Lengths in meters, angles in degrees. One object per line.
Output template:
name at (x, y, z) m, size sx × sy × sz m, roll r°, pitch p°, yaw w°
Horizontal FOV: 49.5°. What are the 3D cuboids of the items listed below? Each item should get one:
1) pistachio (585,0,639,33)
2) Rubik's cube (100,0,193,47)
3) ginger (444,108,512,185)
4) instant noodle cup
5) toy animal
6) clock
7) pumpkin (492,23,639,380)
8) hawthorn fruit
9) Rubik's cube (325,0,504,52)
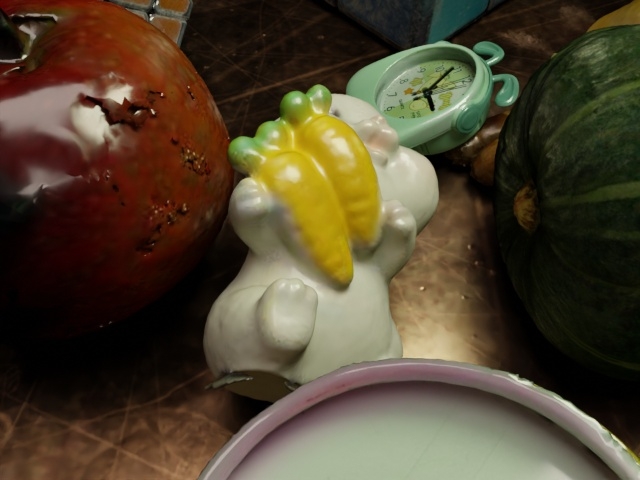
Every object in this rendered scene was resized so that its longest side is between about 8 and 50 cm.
pistachio at (0.421, -0.168, 0.782) m, size 0.213 × 0.163 × 0.260 m, roll -28°, pitch 70°, yaw 4°
Rubik's cube at (-0.289, -0.290, 0.791) m, size 0.264 × 0.319 × 0.319 m, roll 17°, pitch 50°, yaw -22°
ginger at (0.230, -0.103, 0.780) m, size 0.162 × 0.073 × 0.103 m, roll -24°, pitch 40°, yaw -2°
instant noodle cup at (0.067, 0.226, 0.386) m, size 0.325 × 0.254 × 0.325 m, roll -7°, pitch 57°, yaw 11°
toy animal at (0.004, -0.002, 0.612) m, size 0.183 × 0.247 × 0.310 m, roll 8°, pitch 64°, yaw -6°
clock at (0.125, -0.158, 0.785) m, size 0.188 × 0.060 × 0.148 m, roll -17°, pitch 46°, yaw 15°
pumpkin at (0.267, -0.036, 0.594) m, size 0.207 × 0.300 × 0.300 m, roll -9°, pitch 54°, yaw 0°
hawthorn fruit at (-0.225, -0.055, 0.609) m, size 0.316 × 0.316 × 0.316 m, roll 0°, pitch 54°, yaw 0°
Rubik's cube at (0.132, -0.486, 0.909) m, size 0.316 × 0.318 × 0.313 m, roll -37°, pitch 64°, yaw -23°
